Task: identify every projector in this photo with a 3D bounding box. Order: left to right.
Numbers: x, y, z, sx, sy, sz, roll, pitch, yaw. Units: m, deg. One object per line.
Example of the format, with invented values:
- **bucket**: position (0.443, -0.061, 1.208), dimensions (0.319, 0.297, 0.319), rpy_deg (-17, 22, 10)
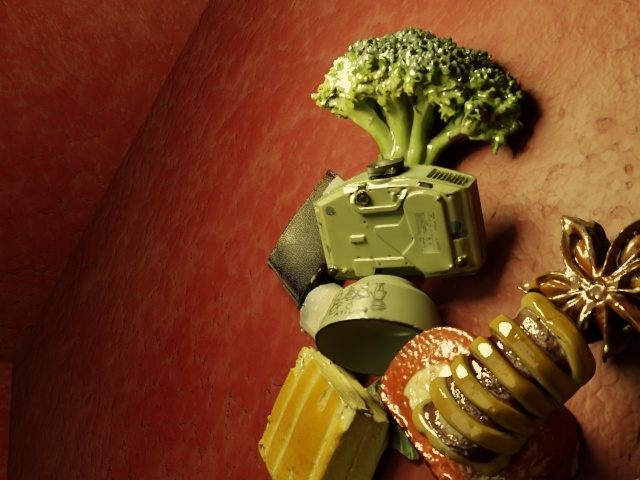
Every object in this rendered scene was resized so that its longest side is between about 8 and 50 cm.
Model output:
- **projector**: position (0.121, -0.031, 1.132), dimensions (0.270, 0.088, 0.193), rpy_deg (-4, 107, 30)

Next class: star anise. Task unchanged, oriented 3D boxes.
- **star anise**: position (0.368, 0.049, 0.878), dimensions (0.214, 0.099, 0.220), rpy_deg (-46, 34, 12)

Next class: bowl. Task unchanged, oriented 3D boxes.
- **bowl**: position (0.101, 0.130, 1.135), dimensions (0.211, 0.211, 0.112), rpy_deg (-29, 41, 46)

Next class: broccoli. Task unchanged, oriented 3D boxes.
- **broccoli**: position (0.124, -0.186, 1.263), dimensions (0.353, 0.275, 0.397), rpy_deg (-108, 33, -49)

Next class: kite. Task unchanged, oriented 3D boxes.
- **kite**: position (0.097, 0.332, 1.203), dimensions (0.229, 0.012, 0.250), rpy_deg (9, 83, 60)

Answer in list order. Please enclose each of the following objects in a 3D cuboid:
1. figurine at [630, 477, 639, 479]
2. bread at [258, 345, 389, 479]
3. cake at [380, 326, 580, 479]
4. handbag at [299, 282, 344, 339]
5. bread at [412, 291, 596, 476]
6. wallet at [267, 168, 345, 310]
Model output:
- **figurine**: position (0.377, 0.286, 0.725), dimensions (0.143, 0.143, 0.271), rpy_deg (-115, 33, -47)
- **bread**: position (0.001, 0.340, 1.237), dimensions (0.239, 0.111, 0.246), rpy_deg (41, 112, 57)
- **cake**: position (0.216, 0.238, 0.957), dimensions (0.177, 0.151, 0.283), rpy_deg (-50, 36, 8)
- **handbag**: position (0.030, 0.146, 1.307), dimensions (0.117, 0.095, 0.173), rpy_deg (-44, 31, -11)
- **bread**: position (0.212, 0.169, 0.828), dimensions (0.225, 0.081, 0.134), rpy_deg (-47, 44, 5)
- **wallet**: position (0.000, 0.000, 1.471), dimensions (0.262, 0.071, 0.221), rpy_deg (-60, 30, 12)
